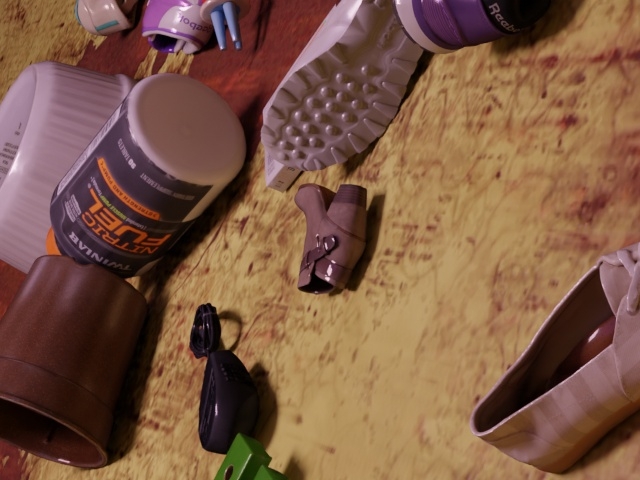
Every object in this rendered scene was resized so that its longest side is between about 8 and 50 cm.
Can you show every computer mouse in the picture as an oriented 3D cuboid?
[{"bbox_3d":[-0.082,0.113,1.584,0.242,0.041,0.071,-110,30,-67],"label":"computer mouse"}]

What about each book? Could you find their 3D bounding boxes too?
[{"bbox_3d":[-0.007,-0.122,1.633,0.144,0.035,0.096,-49,31,40],"label":"book"}]

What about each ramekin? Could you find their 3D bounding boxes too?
[{"bbox_3d":[-0.322,-0.089,2.205,0.273,0.127,0.273,-49,28,37],"label":"ramekin"}]

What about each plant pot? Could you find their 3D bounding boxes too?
[{"bbox_3d":[-0.255,0.113,1.827,0.167,0.167,0.165,-23,41,60],"label":"plant pot"}]

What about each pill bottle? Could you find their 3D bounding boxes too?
[{"bbox_3d":[-0.184,-0.047,1.838,0.246,0.130,0.130,-45,30,45],"label":"pill bottle"}]

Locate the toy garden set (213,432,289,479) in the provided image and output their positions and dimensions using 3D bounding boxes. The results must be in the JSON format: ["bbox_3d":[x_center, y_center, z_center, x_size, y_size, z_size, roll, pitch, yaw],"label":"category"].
[{"bbox_3d":[-0.052,0.276,1.333,0.204,0.049,0.244,-63,23,7],"label":"toy garden set"}]

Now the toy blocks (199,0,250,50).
[{"bbox_3d":[-0.072,-0.272,1.880,0.123,0.054,0.148,-24,64,23],"label":"toy blocks"}]

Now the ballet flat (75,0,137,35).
[{"bbox_3d":[-0.242,-0.372,2.382,0.086,0.086,0.248,-29,45,58],"label":"ballet flat"}]

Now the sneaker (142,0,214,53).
[{"bbox_3d":[-0.166,-0.301,2.088,0.161,0.102,0.282,-64,22,16],"label":"sneaker"}]

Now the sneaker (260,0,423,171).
[{"bbox_3d":[0.035,-0.157,1.515,0.235,0.090,0.095,-50,18,22],"label":"sneaker"}]

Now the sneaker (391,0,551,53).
[{"bbox_3d":[0.152,-0.270,1.351,0.124,0.107,0.283,-3,69,50],"label":"sneaker"}]

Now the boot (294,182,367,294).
[{"bbox_3d":[0.000,0.000,1.484,0.118,0.042,0.087,-8,64,66],"label":"boot"}]

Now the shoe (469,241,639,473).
[{"bbox_3d":[0.162,0.054,1.027,0.219,0.058,0.077,-51,27,35],"label":"shoe"}]
